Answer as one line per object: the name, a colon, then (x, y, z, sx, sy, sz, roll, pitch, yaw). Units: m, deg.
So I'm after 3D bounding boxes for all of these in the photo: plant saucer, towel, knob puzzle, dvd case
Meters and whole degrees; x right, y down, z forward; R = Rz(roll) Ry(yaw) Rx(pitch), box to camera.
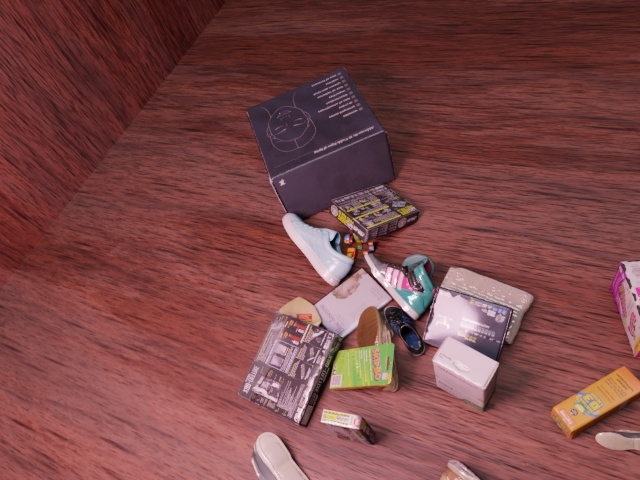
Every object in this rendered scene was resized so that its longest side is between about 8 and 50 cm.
plant saucer: (0.347, 0.094, 1.678, 0.120, 0.021, 0.119, -9, 54, 13)
towel: (0.518, 0.206, 1.526, 0.282, 0.049, 0.187, 23, 68, 29)
knob puzzle: (-0.084, 0.296, 1.674, 0.213, 0.030, 0.213, -11, 55, 16)
dvd case: (0.105, 0.226, 1.667, 0.253, 0.022, 0.180, -37, 53, -8)

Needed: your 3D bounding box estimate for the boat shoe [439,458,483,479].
boat shoe: (0.433, 0.703, 1.172, 0.116, 0.123, 0.324, -48, 49, -8)

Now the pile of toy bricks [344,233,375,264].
pile of toy bricks: (0.143, -0.019, 1.773, 0.118, 0.105, 0.212, -1, 57, 18)

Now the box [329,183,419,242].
box: (0.203, -0.111, 1.775, 0.270, 0.060, 0.216, -21, 47, -31)

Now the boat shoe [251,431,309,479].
boat shoe: (-0.105, 0.724, 1.366, 0.319, 0.116, 0.099, 51, 126, 30)

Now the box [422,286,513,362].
box: (0.454, 0.263, 1.451, 0.233, 0.059, 0.183, 17, 92, 28)

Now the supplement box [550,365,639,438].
supplement box: (0.748, 0.438, 1.266, 0.234, 0.080, 0.078, -31, 50, -1)

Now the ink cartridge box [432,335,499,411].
ink cartridge box: (0.413, 0.383, 1.332, 0.154, 0.212, 0.093, 25, 67, 32)

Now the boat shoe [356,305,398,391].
boat shoe: (0.187, 0.350, 1.522, 0.105, 0.089, 0.285, -36, 43, 36)

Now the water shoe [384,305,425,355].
water shoe: (0.276, 0.281, 1.534, 0.073, 0.080, 0.203, -32, 52, -5)

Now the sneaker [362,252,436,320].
sneaker: (0.290, 0.109, 1.604, 0.178, 0.124, 0.295, -43, 60, 5)

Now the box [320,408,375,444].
box: (0.083, 0.538, 1.341, 0.114, 0.207, 0.036, 3, 58, 20)

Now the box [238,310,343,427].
box: (-0.098, 0.416, 1.542, 0.243, 0.076, 0.307, 15, 71, 28)

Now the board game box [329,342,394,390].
board game box: (0.132, 0.394, 1.449, 0.260, 0.039, 0.124, -25, 45, 47)

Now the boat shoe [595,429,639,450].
boat shoe: (0.792, 0.516, 1.219, 0.137, 0.049, 0.043, -3, 13, 20)

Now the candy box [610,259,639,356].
candy box: (0.909, 0.193, 1.331, 0.071, 0.159, 0.233, -8, 54, 15)

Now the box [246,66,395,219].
box: (-0.006, -0.407, 1.975, 0.480, 0.297, 0.471, -23, 51, 2)

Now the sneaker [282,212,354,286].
sneaker: (0.000, 0.000, 1.779, 0.150, 0.135, 0.366, -44, 63, 8)
